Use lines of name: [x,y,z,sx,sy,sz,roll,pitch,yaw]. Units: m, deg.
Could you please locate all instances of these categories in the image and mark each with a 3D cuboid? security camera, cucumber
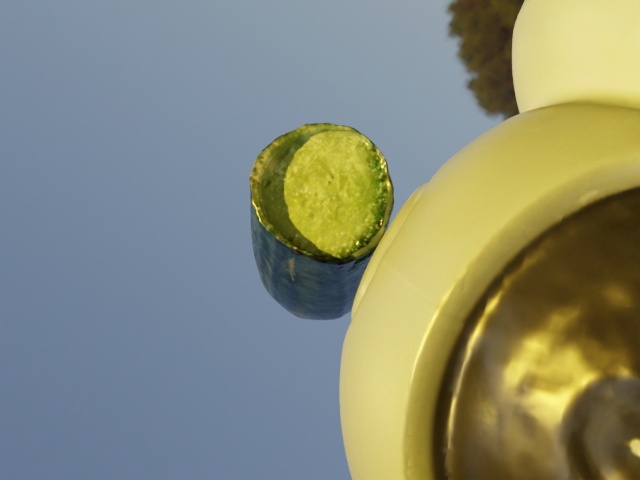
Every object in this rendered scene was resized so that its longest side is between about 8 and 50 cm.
security camera: [0.110,0.028,0.454,0.195,0.236,0.194,31,168,7]
cucumber: [0.000,0.000,0.501,0.048,0.048,0.105,35,163,11]
